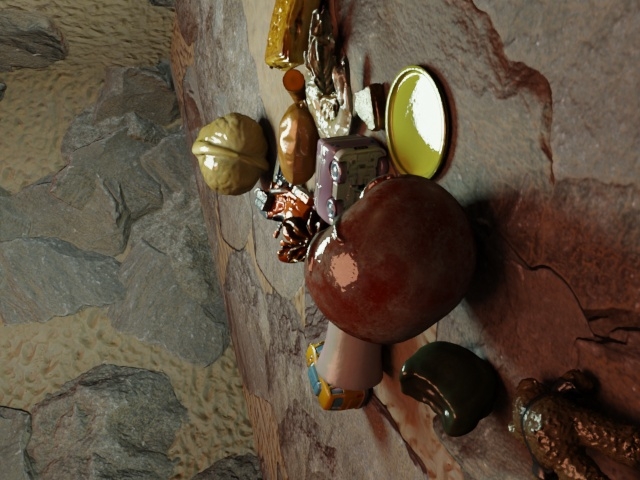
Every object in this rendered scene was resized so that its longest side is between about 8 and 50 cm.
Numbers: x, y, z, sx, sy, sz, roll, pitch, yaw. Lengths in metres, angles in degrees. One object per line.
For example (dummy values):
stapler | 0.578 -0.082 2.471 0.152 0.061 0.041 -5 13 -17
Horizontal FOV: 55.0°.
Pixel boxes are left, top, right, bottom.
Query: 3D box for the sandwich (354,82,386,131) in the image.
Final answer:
sandwich | 0.113 -0.294 1.387 0.093 0.036 0.104 166 94 -68

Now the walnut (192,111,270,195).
walnut | -0.313 -0.306 2.187 0.285 0.285 0.296 25 100 66

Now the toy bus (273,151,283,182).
toy bus | -0.110 -0.245 1.964 0.190 0.064 0.075 105 161 -47

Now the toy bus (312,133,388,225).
toy bus | 0.066 -0.138 1.437 0.142 0.142 0.202 44 138 49

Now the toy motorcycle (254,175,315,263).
toy motorcycle | -0.087 -0.055 1.866 0.326 0.148 0.221 42 113 46

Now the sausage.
sausage | -0.059 -0.275 1.726 0.136 0.120 0.241 -116 27 -57

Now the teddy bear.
teddy bear | 0.348 0.274 0.876 0.182 0.129 0.251 -61 19 -2

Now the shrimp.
shrimp | 0.025 -0.391 1.521 0.247 0.085 0.360 -132 32 -55

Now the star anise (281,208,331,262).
star anise | 0.000 0.000 1.670 0.220 0.126 0.190 37 137 24

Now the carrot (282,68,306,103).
carrot | -0.063 -0.414 1.713 0.210 0.061 0.061 39 -140 -84

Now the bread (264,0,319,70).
bread | -0.067 -0.566 1.623 0.210 0.099 0.235 -159 81 -68

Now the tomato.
tomato | 0.124 0.030 1.108 0.282 0.317 0.316 47 153 4

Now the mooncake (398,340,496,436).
mooncake | 0.232 0.275 1.131 0.175 0.168 0.104 -100 13 -52

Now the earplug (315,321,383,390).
earplug | 0.092 0.193 1.501 0.172 0.172 0.301 -135 48 -58

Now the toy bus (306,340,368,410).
toy bus | 0.039 0.371 1.712 0.126 0.136 0.209 108 148 -50

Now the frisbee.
frisbee | 0.191 -0.232 1.236 0.236 0.017 0.236 171 90 -70
